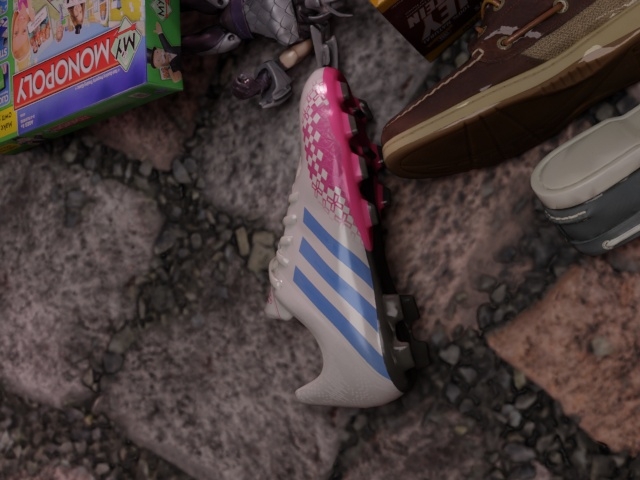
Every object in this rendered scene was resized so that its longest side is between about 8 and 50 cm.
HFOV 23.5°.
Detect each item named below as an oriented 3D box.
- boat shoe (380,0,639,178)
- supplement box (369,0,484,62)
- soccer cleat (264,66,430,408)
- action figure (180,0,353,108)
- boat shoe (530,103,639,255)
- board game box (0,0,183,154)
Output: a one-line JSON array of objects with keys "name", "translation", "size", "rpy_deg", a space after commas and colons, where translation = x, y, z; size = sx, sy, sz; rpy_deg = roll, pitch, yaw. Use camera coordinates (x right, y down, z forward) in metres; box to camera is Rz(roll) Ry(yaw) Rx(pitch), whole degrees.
[{"name": "boat shoe", "translation": [0.198, -0.177, 1.435], "size": [0.342, 0.123, 0.123], "rpy_deg": [-30, 66, 9]}, {"name": "supplement box", "translation": [0.069, -0.298, 1.448], "size": [0.129, 0.194, 0.191], "rpy_deg": [-42, 72, 8]}, {"name": "soccer cleat", "translation": [0.000, 0.000, 1.472], "size": [0.143, 0.116, 0.331], "rpy_deg": [-15, 78, 16]}, {"name": "action figure", "translation": [-0.095, -0.220, 1.537], "size": [0.285, 0.099, 0.185], "rpy_deg": [-5, 99, 26]}, {"name": "boat shoe", "translation": [0.351, -0.088, 1.395], "size": [0.320, 0.116, 0.099], "rpy_deg": [-27, 118, 7]}, {"name": "board game box", "translation": [-0.248, -0.221, 1.542], "size": [0.317, 0.046, 0.213], "rpy_deg": [-13, 75, 48]}]
